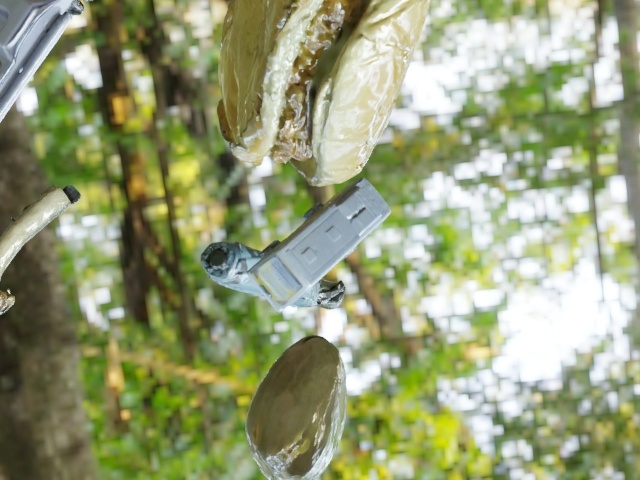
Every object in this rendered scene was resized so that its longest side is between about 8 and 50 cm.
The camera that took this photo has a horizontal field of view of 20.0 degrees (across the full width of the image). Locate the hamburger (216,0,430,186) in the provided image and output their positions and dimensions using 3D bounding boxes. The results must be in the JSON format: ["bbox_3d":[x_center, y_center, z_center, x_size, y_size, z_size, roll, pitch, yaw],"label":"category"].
[{"bbox_3d":[0.003,-0.197,1.606,0.145,0.283,0.259,7,-144,-12],"label":"hamburger"}]

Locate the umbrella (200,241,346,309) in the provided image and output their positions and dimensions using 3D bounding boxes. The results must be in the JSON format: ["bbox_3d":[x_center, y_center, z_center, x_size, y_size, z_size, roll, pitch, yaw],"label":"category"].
[{"bbox_3d":[-0.050,0.044,2.008,0.053,0.052,0.250,-5,167,29],"label":"umbrella"}]

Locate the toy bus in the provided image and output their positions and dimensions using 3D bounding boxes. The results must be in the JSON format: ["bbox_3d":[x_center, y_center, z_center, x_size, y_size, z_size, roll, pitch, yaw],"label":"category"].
[{"bbox_3d":[0.000,0.000,1.868,0.075,0.064,0.190,-39,-178,43],"label":"toy bus"}]

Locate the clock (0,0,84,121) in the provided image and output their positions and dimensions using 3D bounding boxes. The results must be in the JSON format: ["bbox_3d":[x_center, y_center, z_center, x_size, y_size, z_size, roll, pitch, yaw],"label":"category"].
[{"bbox_3d":[-0.381,-0.209,1.939,0.186,0.253,0.083,33,178,32],"label":"clock"}]

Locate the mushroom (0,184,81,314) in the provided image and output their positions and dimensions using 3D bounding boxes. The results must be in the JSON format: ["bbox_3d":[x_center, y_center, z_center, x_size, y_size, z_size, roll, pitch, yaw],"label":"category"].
[{"bbox_3d":[-0.314,0.012,1.897,0.061,0.060,0.187,26,-108,41],"label":"mushroom"}]

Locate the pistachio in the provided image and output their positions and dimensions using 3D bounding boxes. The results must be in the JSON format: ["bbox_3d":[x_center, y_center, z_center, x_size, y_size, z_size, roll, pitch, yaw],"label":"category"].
[{"bbox_3d":[-0.025,0.203,2.146,0.126,0.185,0.108,12,-179,-23],"label":"pistachio"}]
